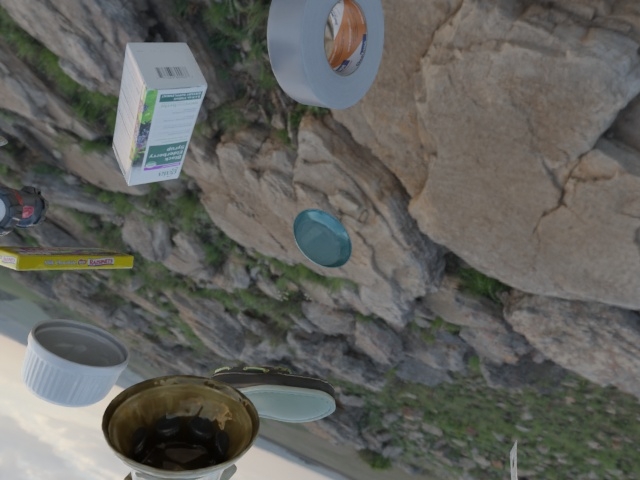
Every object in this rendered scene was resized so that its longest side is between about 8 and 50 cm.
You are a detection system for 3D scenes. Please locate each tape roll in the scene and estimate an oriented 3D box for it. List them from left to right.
[{"bbox_3d":[0.014,-0.326,0.824,0.072,0.219,0.219,19,159,34],"label":"tape roll"}]

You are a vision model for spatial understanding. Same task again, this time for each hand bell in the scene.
[{"bbox_3d":[-0.132,0.258,0.454,0.126,0.242,0.126,9,-164,-3],"label":"hand bell"}]

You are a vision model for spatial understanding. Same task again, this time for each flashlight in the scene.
[{"bbox_3d":[-0.647,-0.060,1.074,0.103,0.103,0.304,62,166,-8],"label":"flashlight"}]

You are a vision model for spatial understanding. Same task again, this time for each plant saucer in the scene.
[{"bbox_3d":[0.000,0.000,0.894,0.119,0.119,0.021,30,136,-15],"label":"plant saucer"}]

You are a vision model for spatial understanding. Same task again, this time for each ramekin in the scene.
[{"bbox_3d":[-0.528,0.264,1.099,0.207,0.109,0.207,26,-175,-2],"label":"ramekin"}]

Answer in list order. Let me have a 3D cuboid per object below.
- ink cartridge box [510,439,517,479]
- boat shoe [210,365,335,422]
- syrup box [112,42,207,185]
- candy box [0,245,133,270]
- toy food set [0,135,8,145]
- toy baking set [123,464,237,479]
[{"bbox_3d":[0.279,0.368,0.675,0.045,0.180,0.145,-1,152,17],"label":"ink cartridge box"},{"bbox_3d":[-0.078,0.213,0.738,0.227,0.069,0.081,-10,125,26],"label":"boat shoe"},{"bbox_3d":[-0.266,-0.196,0.829,0.096,0.093,0.237,62,144,19],"label":"syrup box"},{"bbox_3d":[-0.434,0.029,0.865,0.105,0.027,0.205,7,-178,31],"label":"candy box"},{"bbox_3d":[-0.374,-0.064,0.413,0.132,0.192,0.039,22,137,38],"label":"toy food set"},{"bbox_3d":[-0.337,0.564,1.209,0.255,0.197,0.030,14,168,7],"label":"toy baking set"}]
